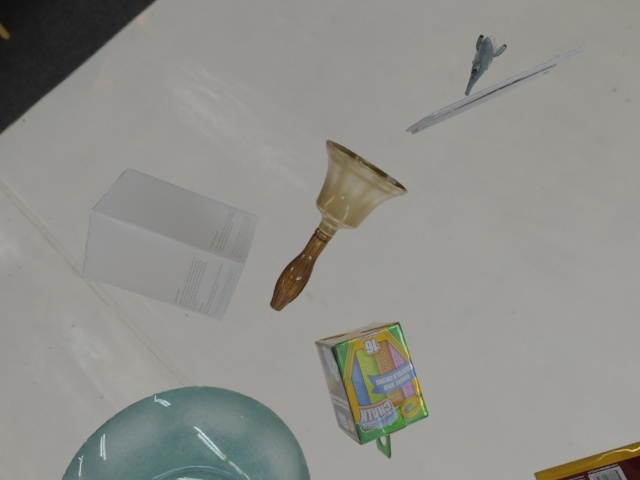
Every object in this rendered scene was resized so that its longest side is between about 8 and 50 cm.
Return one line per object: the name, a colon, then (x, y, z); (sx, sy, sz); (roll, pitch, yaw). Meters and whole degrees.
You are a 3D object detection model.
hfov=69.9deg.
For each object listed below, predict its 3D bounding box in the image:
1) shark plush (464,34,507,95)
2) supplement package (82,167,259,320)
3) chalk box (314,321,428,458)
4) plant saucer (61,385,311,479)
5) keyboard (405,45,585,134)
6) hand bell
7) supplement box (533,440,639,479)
shark plush: (0.396, -0.448, 1.164); (0.073, 0.161, 0.067); (37, 52, 4)
supplement package: (-0.302, 0.008, 0.950); (0.292, 0.178, 0.175); (21, 35, -11)
chalk box: (0.092, 0.263, 0.804); (0.132, 0.132, 0.213); (-16, 85, -17)
plant saucer: (-0.097, 0.210, 0.337); (0.194, 0.037, 0.195); (0, 89, -14)
keyboard: (0.232, -0.200, 0.607); (0.256, 0.072, 0.014); (-27, 89, -15)
hand bell: (0.000, 0.000, 0.626); (0.126, 0.126, 0.242); (36, 105, 15)
supplement box: (0.479, 0.450, 0.707); (0.191, 0.129, 0.194); (-29, 38, 19)
